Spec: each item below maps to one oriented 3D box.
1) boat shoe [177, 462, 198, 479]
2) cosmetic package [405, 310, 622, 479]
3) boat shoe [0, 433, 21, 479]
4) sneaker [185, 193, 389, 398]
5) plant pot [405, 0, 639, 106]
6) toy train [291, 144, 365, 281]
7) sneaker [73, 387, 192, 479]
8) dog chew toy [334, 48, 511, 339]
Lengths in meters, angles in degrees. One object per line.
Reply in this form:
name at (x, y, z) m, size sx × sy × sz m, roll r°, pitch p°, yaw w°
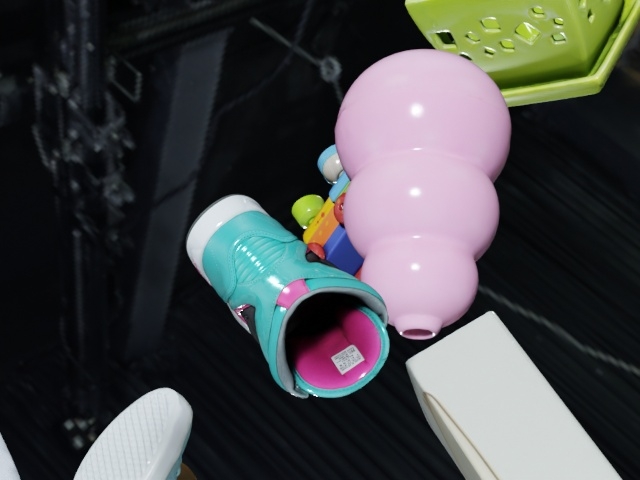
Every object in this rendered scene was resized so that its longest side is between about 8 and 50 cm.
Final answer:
boat shoe at (-0.208, 0.424, 1.668) m, size 0.073 × 0.073 × 0.207 m, roll -77°, pitch -30°, yaw -54°
cosmetic package at (0.217, 0.240, 1.072) m, size 0.113 × 0.309 × 0.160 m, roll -30°, pitch -40°, yaw -5°
boat shoe at (-0.303, 0.100, 0.754) m, size 0.096 × 0.267 × 0.088 m, roll -9°, pitch 16°, yaw 44°
sneaker at (-0.002, 0.081, 1.051) m, size 0.124 × 0.178 × 0.295 m, roll -44°, pitch -32°, yaw -1°
plant pot at (0.284, -0.308, 1.423) m, size 0.207 × 0.227 × 0.228 m, roll 56°, pitch -131°, yaw -29°
toy train at (0.000, 0.000, 1.449) m, size 0.105 × 0.143 × 0.248 m, roll 13°, pitch -56°, yaw -38°
sneaker at (-0.249, 0.375, 1.418) m, size 0.150 × 0.135 × 0.365 m, roll 36°, pitch -101°, yaw -44°
dog chew toy at (0.116, -0.050, 1.241) m, size 0.206 × 0.207 × 0.331 m, roll 71°, pitch -160°, yaw -65°
